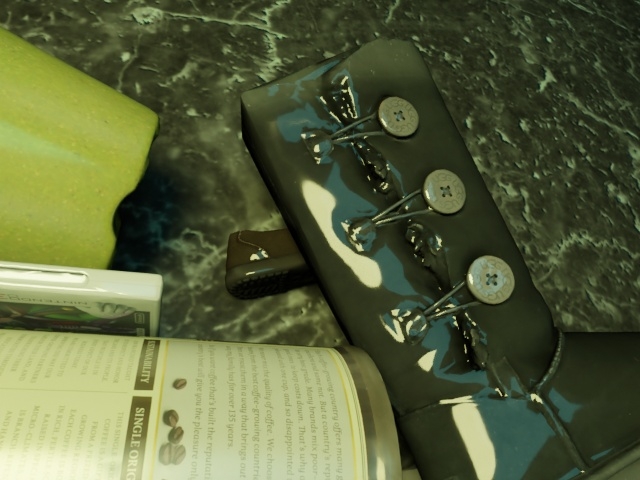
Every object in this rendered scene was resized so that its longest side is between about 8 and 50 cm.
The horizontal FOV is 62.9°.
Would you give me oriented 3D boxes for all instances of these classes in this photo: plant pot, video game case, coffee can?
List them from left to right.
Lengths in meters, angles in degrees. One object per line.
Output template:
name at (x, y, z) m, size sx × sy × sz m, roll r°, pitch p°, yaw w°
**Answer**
plant pot at (-0.281, -0.068, 0.425) m, size 0.253 × 0.276 × 0.276 m, roll 19°, pitch 57°, yaw -21°
video game case at (-0.211, 0.061, 0.396) m, size 0.173 × 0.190 × 0.022 m, roll 7°, pitch 63°, yaw -15°
coffee can at (-0.109, 0.167, 0.365) m, size 0.275 × 0.201 × 0.202 m, roll 7°, pitch 60°, yaw -15°

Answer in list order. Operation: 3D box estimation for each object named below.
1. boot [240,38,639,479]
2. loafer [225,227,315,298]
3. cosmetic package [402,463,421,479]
boot at (0.166, 0.007, 0.506) m, size 0.367 × 0.146 × 0.445 m, roll -19°, pitch 70°, yaw -28°
loafer at (0.000, 0.000, 0.568) m, size 0.220 × 0.080 × 0.078 m, roll -9°, pitch 66°, yaw -23°
cosmetic package at (0.205, 0.228, 0.522) m, size 0.239 × 0.060 × 0.099 m, roll -15°, pitch 67°, yaw -25°
